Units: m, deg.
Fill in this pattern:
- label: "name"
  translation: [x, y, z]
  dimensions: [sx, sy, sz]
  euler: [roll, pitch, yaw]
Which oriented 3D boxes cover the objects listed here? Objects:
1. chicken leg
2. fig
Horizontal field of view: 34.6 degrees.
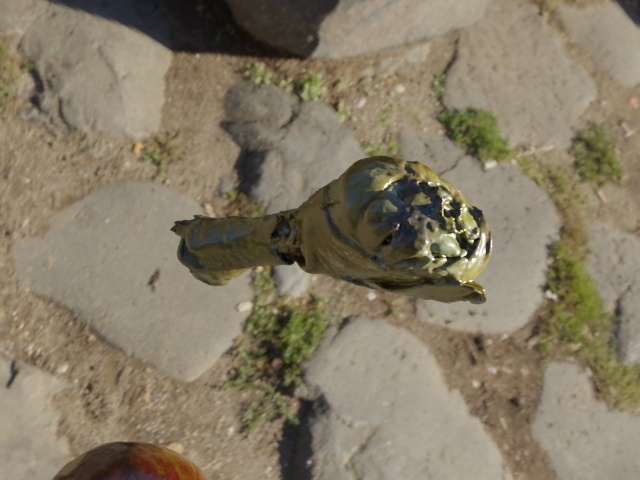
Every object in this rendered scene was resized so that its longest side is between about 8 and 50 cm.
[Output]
- label: "chicken leg"
  translation: [0.000, 0.000, 1.291]
  dimensions: [0.152, 0.429, 0.201]
  euler: [-74, 150, -44]
- label: "fig"
  translation: [-0.171, 0.290, 0.962]
  dimensions: [0.205, 0.205, 0.205]
  euler: [12, 62, -24]
